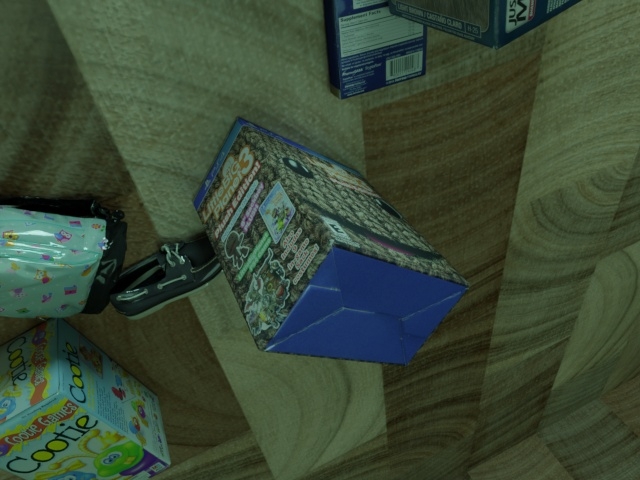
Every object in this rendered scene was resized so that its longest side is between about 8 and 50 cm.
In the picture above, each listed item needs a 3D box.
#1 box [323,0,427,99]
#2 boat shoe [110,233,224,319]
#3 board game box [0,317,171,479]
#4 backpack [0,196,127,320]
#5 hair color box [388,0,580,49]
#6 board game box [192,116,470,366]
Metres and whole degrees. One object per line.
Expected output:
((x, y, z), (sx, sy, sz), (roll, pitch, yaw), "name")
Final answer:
((0.070, -0.301, 0.600), (0.136, 0.037, 0.226), (-20, 133, -15), "box")
((-0.210, 0.040, 0.693), (0.206, 0.075, 0.065), (-31, 138, 2), "boat shoe")
((-0.370, 0.269, 0.738), (0.142, 0.144, 0.275), (-29, 134, -5), "board game box")
((-0.337, 0.024, 0.578), (0.181, 0.115, 0.152), (12, 122, -33), "backpack")
((0.256, -0.351, 0.543), (0.347, 0.174, 0.105), (-32, 136, -14), "hair color box")
((0.000, 0.000, 0.627), (0.231, 0.291, 0.141), (17, 115, -39), "board game box")
